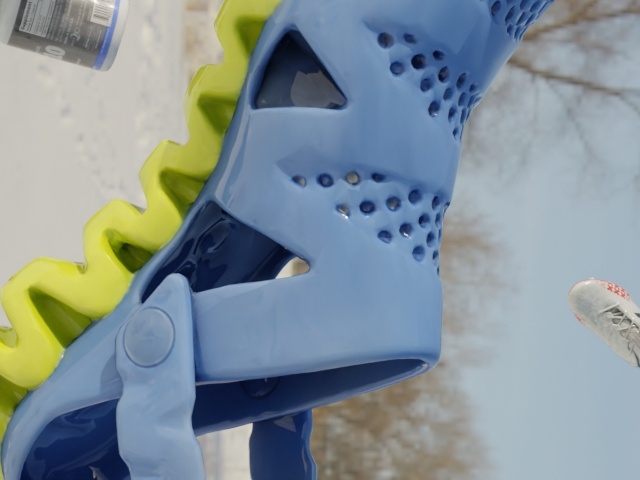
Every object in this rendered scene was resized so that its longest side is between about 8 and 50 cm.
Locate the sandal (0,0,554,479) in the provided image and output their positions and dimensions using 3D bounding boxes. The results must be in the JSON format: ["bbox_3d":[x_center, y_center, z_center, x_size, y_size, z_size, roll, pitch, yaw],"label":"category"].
[{"bbox_3d":[0.000,0.000,0.530,0.317,0.138,0.126,-53,149,13],"label":"sandal"}]

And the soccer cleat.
[{"bbox_3d":[0.165,0.049,0.801,0.029,0.083,0.035,-45,-151,11],"label":"soccer cleat"}]

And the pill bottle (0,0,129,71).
[{"bbox_3d":[-0.249,-0.207,1.352,0.078,0.137,0.078,-165,-90,-73],"label":"pill bottle"}]
